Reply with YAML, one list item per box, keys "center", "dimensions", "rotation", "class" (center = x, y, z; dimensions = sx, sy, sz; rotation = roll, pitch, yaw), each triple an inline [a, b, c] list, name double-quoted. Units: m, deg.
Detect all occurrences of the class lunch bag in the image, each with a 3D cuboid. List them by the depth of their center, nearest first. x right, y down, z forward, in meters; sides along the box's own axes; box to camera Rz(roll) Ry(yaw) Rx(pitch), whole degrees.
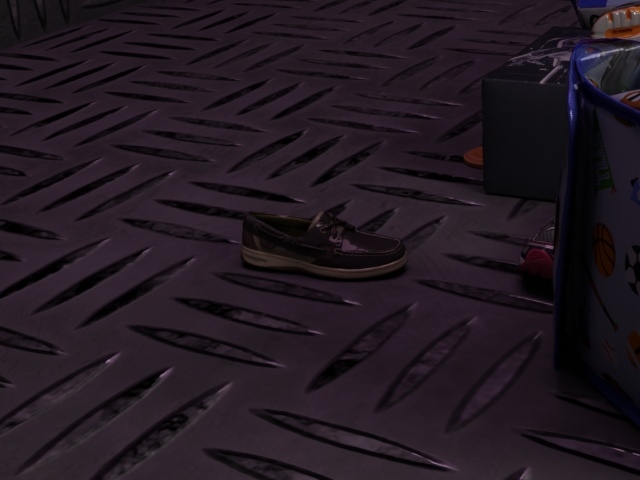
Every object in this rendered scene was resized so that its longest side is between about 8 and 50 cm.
- center: [0.348, -0.001, 1.104]
  dimensions: [0.239, 0.327, 0.385]
  rotation: [-10, 26, -16]
  class: "lunch bag"

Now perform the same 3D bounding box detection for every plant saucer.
- center: [0.265, -0.132, 1.798]
  dimensions: [0.084, 0.013, 0.083]
  rotation: [-3, 24, 1]
  class: "plant saucer"

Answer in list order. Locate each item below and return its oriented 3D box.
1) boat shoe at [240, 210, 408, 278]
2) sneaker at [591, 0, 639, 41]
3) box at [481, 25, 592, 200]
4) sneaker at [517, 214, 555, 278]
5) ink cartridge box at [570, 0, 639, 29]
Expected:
- center: [0.000, 0.000, 1.474]
  dimensions: [0.224, 0.073, 0.080]
  rotation: [4, 25, 20]
  class: "boat shoe"
- center: [0.492, -0.315, 1.649]
  dimensions: [0.215, 0.084, 0.083]
  rotation: [-3, 18, 6]
  class: "sneaker"
- center: [0.450, -0.184, 1.677]
  dimensions: [0.343, 0.178, 0.312]
  rotation: [8, 28, 28]
  class: "box"
- center: [0.346, -0.032, 1.434]
  dimensions: [0.121, 0.112, 0.299]
  rotation: [16, 32, 39]
  class: "sneaker"
- center: [0.585, -0.341, 1.836]
  dimensions: [0.396, 0.270, 0.151]
  rotation: [3, 59, 34]
  class: "ink cartridge box"
